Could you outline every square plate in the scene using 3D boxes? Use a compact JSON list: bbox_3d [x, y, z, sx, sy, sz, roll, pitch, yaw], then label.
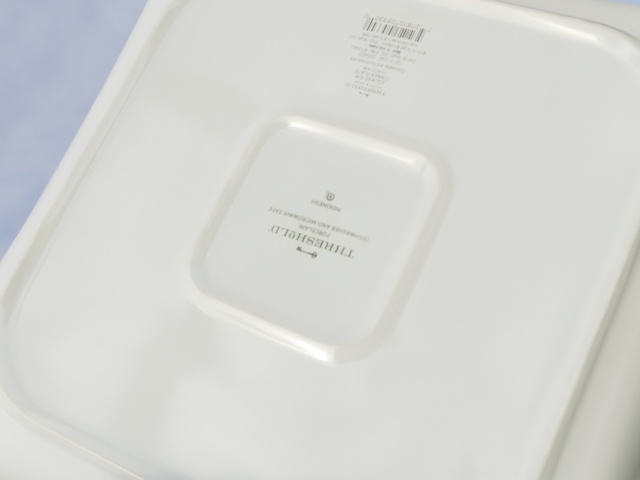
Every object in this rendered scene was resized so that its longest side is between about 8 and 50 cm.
[{"bbox_3d":[0.000,0.000,0.442,0.344,0.347,0.049,-64,-24,-13],"label":"square plate"}]
